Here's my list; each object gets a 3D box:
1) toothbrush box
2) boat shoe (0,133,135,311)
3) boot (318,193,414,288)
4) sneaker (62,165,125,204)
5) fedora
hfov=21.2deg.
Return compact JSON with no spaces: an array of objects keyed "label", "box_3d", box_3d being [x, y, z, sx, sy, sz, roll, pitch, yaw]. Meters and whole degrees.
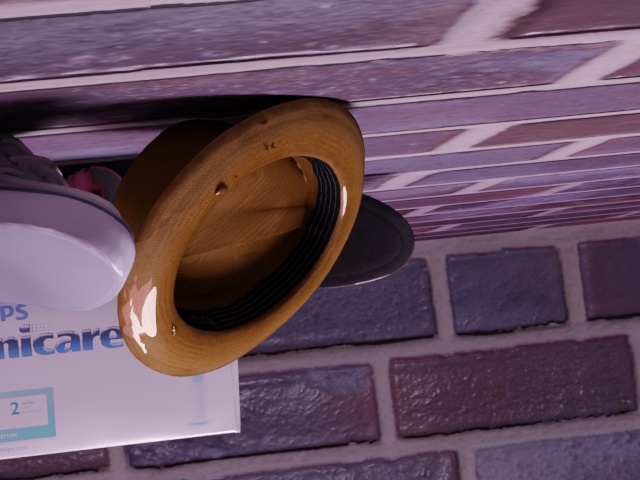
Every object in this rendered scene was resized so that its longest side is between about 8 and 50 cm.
[{"label":"toothbrush box","box_3d":[-0.192,0.052,1.252,0.216,0.126,0.295,-5,-168,-15]},{"label":"boat shoe","box_3d":[-0.185,-0.019,0.943,0.258,0.084,0.095,2,148,44]},{"label":"boot","box_3d":[0.000,0.000,1.654,0.264,0.096,0.280,-7,178,21]},{"label":"sneaker","box_3d":[-0.185,-0.029,1.210,0.119,0.047,0.057,-5,-171,15]},{"label":"fedora","box_3d":[-0.059,-0.014,0.978,0.079,0.194,0.194,36,-159,29]}]
